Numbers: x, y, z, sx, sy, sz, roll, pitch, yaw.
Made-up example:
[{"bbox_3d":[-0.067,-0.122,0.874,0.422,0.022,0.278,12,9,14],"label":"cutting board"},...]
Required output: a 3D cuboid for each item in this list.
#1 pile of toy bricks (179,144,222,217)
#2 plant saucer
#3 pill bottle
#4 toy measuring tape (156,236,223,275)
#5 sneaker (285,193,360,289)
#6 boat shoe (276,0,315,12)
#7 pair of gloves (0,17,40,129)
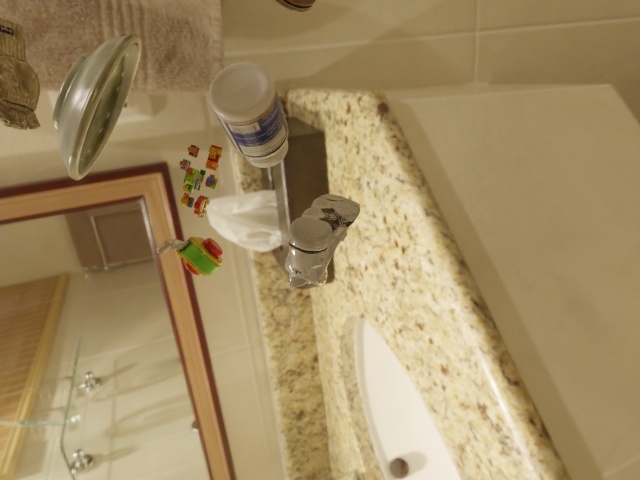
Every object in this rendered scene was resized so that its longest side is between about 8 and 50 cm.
[{"bbox_3d":[-0.358,-0.180,1.295,0.105,0.118,0.212,3,-78,-86],"label":"pile of toy bricks"},{"bbox_3d":[-0.578,-0.353,1.149,0.400,0.100,0.401,-51,24,34],"label":"plant saucer"},{"bbox_3d":[-0.163,-0.295,1.123,0.265,0.153,0.153,72,179,-71],"label":"pill bottle"},{"bbox_3d":[-0.361,0.051,1.322,0.330,0.121,0.121,9,-112,-85],"label":"toy measuring tape"},{"bbox_3d":[0.000,0.000,1.385,0.137,0.366,0.210,25,122,15],"label":"sneaker"},{"bbox_3d":[-0.100,-0.706,1.218,0.104,0.307,0.111,-41,75,36],"label":"boat shoe"},{"bbox_3d":[-0.595,-0.287,0.754,0.240,0.042,0.204,-23,-79,-64],"label":"pair of gloves"}]
